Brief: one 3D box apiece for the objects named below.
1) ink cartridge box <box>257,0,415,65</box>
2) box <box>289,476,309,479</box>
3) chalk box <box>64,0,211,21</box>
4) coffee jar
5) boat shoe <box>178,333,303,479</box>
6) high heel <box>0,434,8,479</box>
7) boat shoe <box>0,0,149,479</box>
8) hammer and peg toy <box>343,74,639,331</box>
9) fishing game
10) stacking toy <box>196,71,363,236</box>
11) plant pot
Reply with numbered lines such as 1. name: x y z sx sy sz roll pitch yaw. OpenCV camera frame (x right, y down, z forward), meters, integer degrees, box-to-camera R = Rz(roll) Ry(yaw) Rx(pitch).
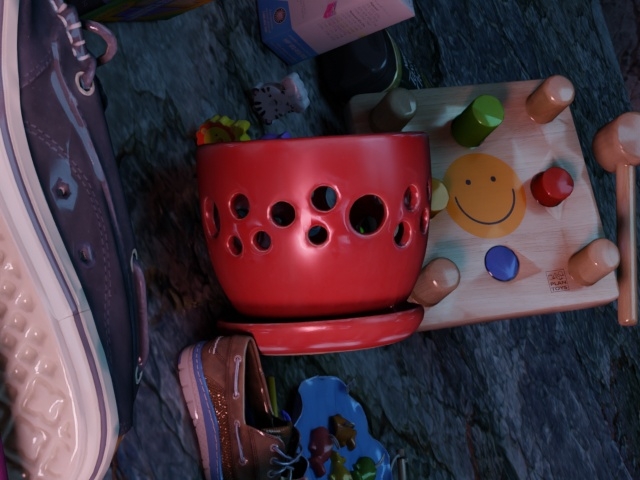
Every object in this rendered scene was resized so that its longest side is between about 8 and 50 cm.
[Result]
1. ink cartridge box: 0.028 -0.257 1.720 0.061 0.181 0.104 37 39 -54
2. box: -0.037 0.304 1.171 0.232 0.126 0.148 66 23 -10
3. chalk box: -0.141 -0.257 1.388 0.213 0.132 0.132 -20 90 -68
4. coffee jar: 0.071 -0.163 1.875 0.184 0.079 0.096 40 31 -51
5. boat shoe: -0.052 0.161 1.335 0.066 0.066 0.183 -19 89 -67
6. high heel: -0.213 0.164 0.861 0.181 0.127 0.377 -91 157 -61
7. boat shoe: -0.218 -0.086 1.018 0.156 0.186 0.500 -28 103 -73
8. hammer and peg toy: 0.218 -0.041 1.804 0.361 0.127 0.266 -6 73 -21
9. fishing game: 0.029 0.205 1.529 0.264 0.041 0.189 40 39 -52
10. stacking toy: -0.029 -0.034 1.585 0.221 0.052 0.167 67 24 -14
11. plant pot: 0.000 0.000 1.405 0.191 0.191 0.174 -10 95 -68
